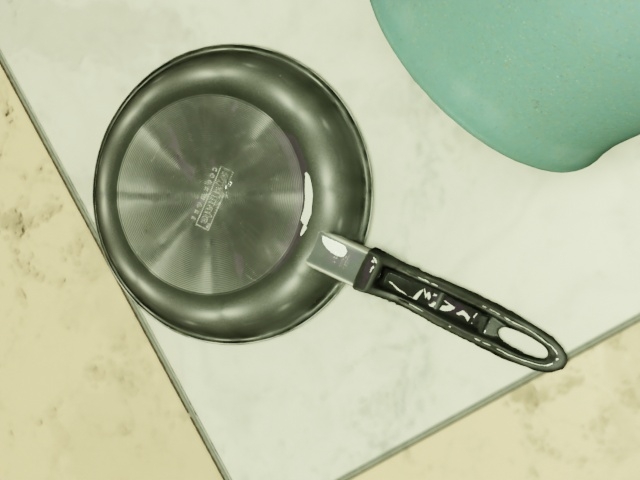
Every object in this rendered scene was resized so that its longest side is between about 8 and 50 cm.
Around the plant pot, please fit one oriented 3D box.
[{"bbox_3d":[0.167,-0.182,0.920,0.272,0.271,0.255,53,126,8],"label":"plant pot"}]

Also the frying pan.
[{"bbox_3d":[-0.022,0.018,1.095,0.197,0.053,0.326,-44,77,14],"label":"frying pan"}]
